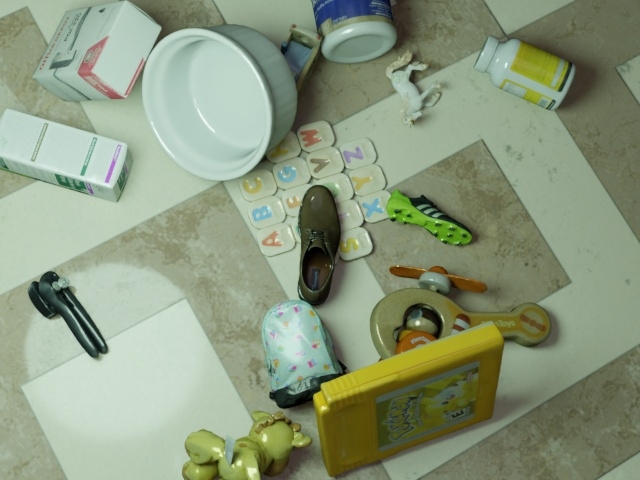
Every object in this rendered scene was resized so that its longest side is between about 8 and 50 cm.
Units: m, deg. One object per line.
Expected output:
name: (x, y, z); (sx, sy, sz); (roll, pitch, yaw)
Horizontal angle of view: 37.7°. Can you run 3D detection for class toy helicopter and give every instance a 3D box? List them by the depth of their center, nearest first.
toy helicopter: (0.260, 0.147, 1.740); (0.354, 0.140, 0.235); (-2, 67, -17)

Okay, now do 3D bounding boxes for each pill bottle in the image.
pill bottle: (0.054, -0.497, 1.845); (0.153, 0.153, 0.265); (-9, 76, -8)
pill bottle: (0.404, -0.338, 1.864); (0.184, 0.103, 0.103); (24, 75, 0)

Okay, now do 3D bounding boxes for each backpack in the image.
backpack: (-0.035, 0.197, 1.686); (0.151, 0.115, 0.182); (-15, 75, -6)

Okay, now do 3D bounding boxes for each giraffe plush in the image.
giraffe plush: (-0.118, 0.369, 1.625); (0.181, 0.210, 0.170); (46, 43, 18)

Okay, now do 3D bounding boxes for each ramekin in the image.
ramekin: (-0.176, -0.260, 1.707); (0.277, 0.277, 0.135); (43, 37, 6)

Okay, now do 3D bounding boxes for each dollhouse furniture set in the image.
dollhouse furniture set: (-0.110, -0.352, 1.805); (0.183, 0.129, 0.129); (25, 75, 1)

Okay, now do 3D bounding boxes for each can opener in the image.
can opener: (-0.450, 0.133, 1.699); (0.186, 0.073, 0.059); (47, 38, 3)

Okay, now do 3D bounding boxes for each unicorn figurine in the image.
unicorn figurine: (0.185, -0.292, 1.862); (0.111, 0.060, 0.162); (-30, 65, -11)

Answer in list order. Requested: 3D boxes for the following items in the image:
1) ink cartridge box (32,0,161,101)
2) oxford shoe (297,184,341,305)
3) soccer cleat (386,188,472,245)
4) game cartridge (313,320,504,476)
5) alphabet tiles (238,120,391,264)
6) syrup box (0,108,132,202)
ink cartridge box: (-0.416, -0.346, 1.729); (0.092, 0.217, 0.159); (35, 70, -39)
oxford shoe: (0.000, 0.000, 1.727); (0.082, 0.096, 0.227); (1, 75, -4)
soccer cleat: (0.213, -0.047, 1.800); (0.178, 0.060, 0.072); (22, 49, -6)
game cartridge: (0.151, 0.280, 1.602); (0.323, 0.285, 0.053); (-20, 54, -10)
alphabet tiles: (-0.005, -0.087, 1.807); (0.277, 0.021, 0.284); (-17, 79, -9)
syrup box: (-0.478, -0.156, 1.740); (0.236, 0.093, 0.096); (17, 75, -1)
